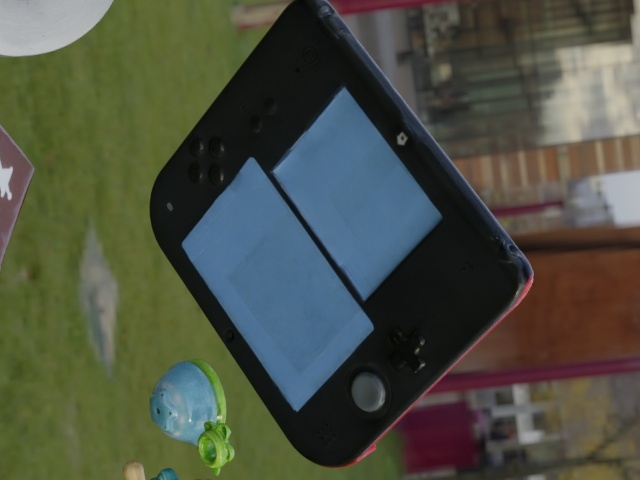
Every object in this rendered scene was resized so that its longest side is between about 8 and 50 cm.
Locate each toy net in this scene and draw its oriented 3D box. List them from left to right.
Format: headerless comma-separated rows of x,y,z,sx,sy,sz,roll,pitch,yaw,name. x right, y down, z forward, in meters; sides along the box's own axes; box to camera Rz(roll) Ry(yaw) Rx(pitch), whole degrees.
-0.114,0.214,1.247,0.122,0.045,0.232,39,-55,37,toy net

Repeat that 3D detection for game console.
0.000,0.000,1.559,0.060,0.342,0.387,-13,60,-48,game console

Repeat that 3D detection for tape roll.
-0.289,-0.277,1.417,0.072,0.219,0.219,12,-66,56,tape roll

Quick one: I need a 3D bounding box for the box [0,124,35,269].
-0.271,-0.011,0.690,0.167,0.203,0.169,62,36,-54,box
